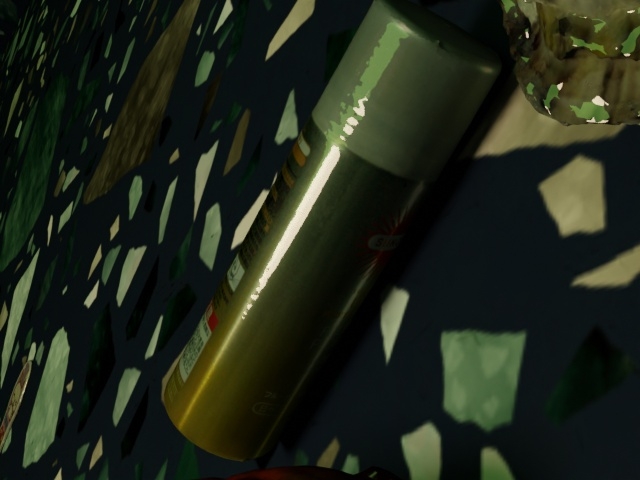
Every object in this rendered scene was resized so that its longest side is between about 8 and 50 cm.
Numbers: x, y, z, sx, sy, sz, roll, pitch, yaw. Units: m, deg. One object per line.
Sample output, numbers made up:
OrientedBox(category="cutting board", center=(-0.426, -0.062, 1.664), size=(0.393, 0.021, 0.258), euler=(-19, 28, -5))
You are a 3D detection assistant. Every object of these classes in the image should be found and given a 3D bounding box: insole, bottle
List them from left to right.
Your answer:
OrientedBox(category="insole", center=(-0.447, 0.258, 1.372), size=(0.197, 0.004, 0.065), euler=(-66, 26, 11))
OrientedBox(category="bottle", center=(0.000, 0.000, 0.562), size=(0.286, 0.082, 0.082), euler=(-61, 28, 23))

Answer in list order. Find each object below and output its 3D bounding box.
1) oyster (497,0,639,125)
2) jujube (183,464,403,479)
OrientedBox(category="oyster", center=(0.166, -0.195, 0.307), size=(0.162, 0.158, 0.351), euler=(43, 133, 25))
OrientedBox(category="jujube", center=(-0.070, 0.203, 0.447), size=(0.290, 0.197, 0.197), euler=(-35, 41, 29))
